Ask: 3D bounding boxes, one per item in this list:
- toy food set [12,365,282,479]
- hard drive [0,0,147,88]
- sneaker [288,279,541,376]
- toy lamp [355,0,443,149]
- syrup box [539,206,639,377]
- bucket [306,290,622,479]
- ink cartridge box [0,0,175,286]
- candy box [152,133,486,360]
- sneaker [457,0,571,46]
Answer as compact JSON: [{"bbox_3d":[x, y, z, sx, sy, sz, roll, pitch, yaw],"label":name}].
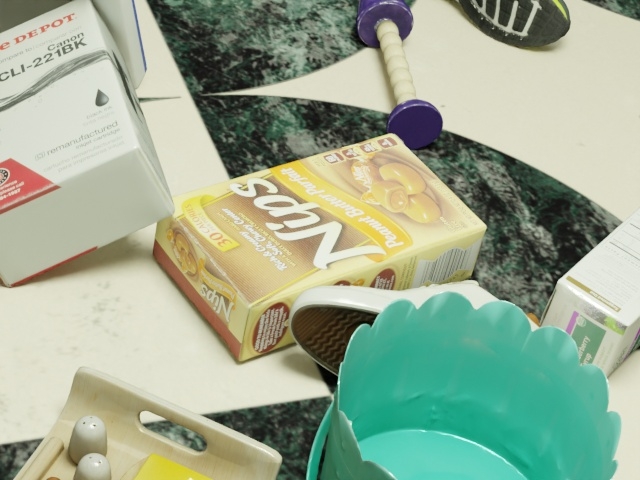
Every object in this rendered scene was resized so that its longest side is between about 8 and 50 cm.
[{"bbox_3d":[-0.189,0.252,1.419,0.220,0.092,0.306,22,42,10],"label":"toy food set"},{"bbox_3d":[-0.312,-0.295,1.841,0.210,0.318,0.040,21,69,8],"label":"hard drive"},{"bbox_3d":[0.102,0.091,1.684,0.290,0.106,0.123,16,37,-15],"label":"sneaker"},{"bbox_3d":[0.096,-0.232,2.054,0.080,0.080,0.274,1,42,-14],"label":"toy lamp"},{"bbox_3d":[0.346,0.048,1.797,0.096,0.093,0.237,33,44,21],"label":"syrup box"},{"bbox_3d":[0.126,0.205,1.491,0.281,0.183,0.281,8,40,-7],"label":"bucket"},{"bbox_3d":[-0.291,-0.112,1.731,0.197,0.114,0.273,-24,46,1],"label":"ink cartridge box"},{"bbox_3d":[0.000,0.000,1.759,0.316,0.087,0.183,-17,48,-32],"label":"candy box"},{"bbox_3d":[0.232,-0.373,2.234,0.300,0.111,0.121,39,42,23],"label":"sneaker"}]
